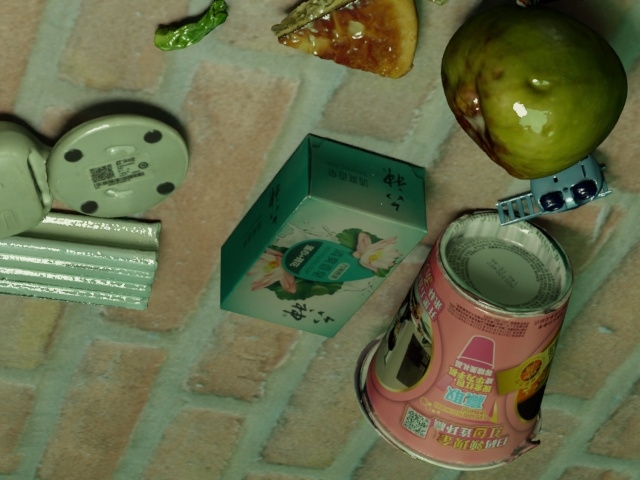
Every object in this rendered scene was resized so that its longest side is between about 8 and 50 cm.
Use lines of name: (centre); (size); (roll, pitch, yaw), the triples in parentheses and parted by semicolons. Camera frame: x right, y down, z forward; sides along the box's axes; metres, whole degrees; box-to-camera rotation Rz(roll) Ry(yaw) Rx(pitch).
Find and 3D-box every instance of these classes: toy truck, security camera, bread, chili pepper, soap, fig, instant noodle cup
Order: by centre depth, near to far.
bread: (0.045, -0.228, 1.862); (0.154, 0.054, 0.136); (10, 144, -24)
fig: (0.219, -0.151, 1.874); (0.191, 0.181, 0.181); (-14, 153, -33)
chili pepper: (-0.129, -0.213, 1.898); (0.091, 0.030, 0.034); (-23, 113, 24)
security camera: (-0.294, -0.079, 2.040); (0.302, 0.080, 0.157); (-12, 141, -2)
toy truck: (0.253, -0.055, 2.103); (0.136, 0.063, 0.074); (-17, 161, 19)
soap: (-0.289, 0.020, 2.180); (0.198, 0.063, 0.114); (7, 144, -12)
instant noodle cup: (0.181, 0.108, 2.203); (0.244, 0.244, 0.255); (7, 136, -11)

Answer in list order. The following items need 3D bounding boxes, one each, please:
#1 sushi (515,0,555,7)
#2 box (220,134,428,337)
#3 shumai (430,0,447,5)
sushi: (0.231, -0.273, 1.809); (0.085, 0.056, 0.083); (-1, 136, 1)
box: (0.000, 0.000, 2.139); (0.153, 0.092, 0.245); (15, 140, -21)
shumai: (0.133, -0.279, 1.701); (0.184, 0.142, 0.184); (12, 133, 13)
